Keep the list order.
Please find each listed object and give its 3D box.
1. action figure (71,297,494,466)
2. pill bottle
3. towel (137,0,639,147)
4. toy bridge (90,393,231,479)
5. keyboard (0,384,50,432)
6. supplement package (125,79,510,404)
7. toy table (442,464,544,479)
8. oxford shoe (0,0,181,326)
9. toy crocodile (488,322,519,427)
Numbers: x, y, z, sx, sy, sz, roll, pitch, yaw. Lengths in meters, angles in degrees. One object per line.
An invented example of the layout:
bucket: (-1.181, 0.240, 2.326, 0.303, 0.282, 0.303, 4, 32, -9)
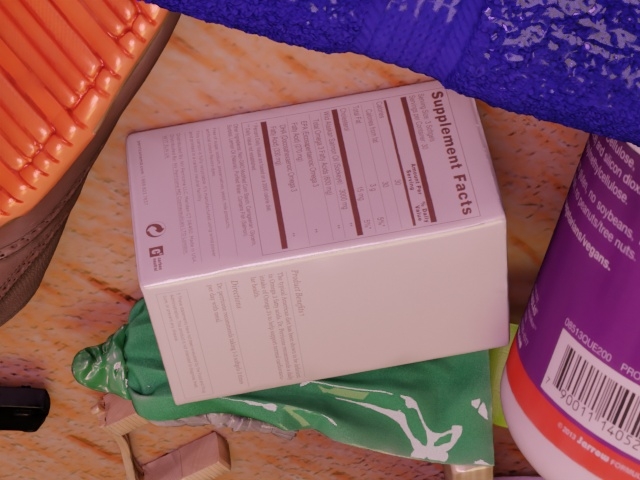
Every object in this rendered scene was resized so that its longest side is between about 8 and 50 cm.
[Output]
action figure: (-0.023, 0.066, 0.962, 0.232, 0.137, 0.063, -1, 152, 1)
pill bottle: (0.213, -0.022, 0.811, 0.182, 0.181, 0.323, 7, 118, -20)
towel: (0.040, -0.161, 0.638, 0.308, 0.076, 0.227, 16, 119, -7)
toy bridge: (-0.087, 0.146, 1.094, 0.063, 0.026, 0.188, -27, 138, 19)
keyboard: (-0.248, 0.081, 0.986, 0.192, 0.038, 0.100, 4, 161, -19)
supplement package: (0.000, 0.000, 0.881, 0.179, 0.105, 0.105, -10, 139, -1)
toy table: (0.104, 0.223, 1.082, 0.274, 0.252, 0.161, -22, 157, -6)
oxford shoe: (-0.172, -0.035, 0.819, 0.364, 0.130, 0.133, -43, 164, 24)
toy crocodile: (0.249, 0.089, 1.018, 0.341, 0.115, 0.105, -1, 179, -9)
